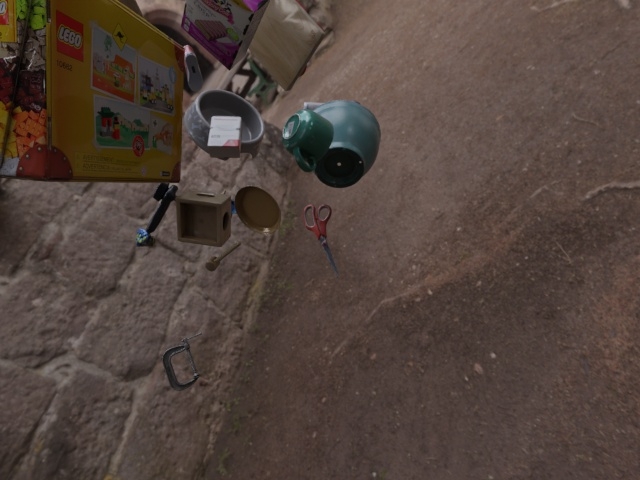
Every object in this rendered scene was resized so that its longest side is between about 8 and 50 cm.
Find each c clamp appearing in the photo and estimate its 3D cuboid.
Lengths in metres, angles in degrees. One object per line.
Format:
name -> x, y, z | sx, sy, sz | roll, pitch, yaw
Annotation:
c clamp -> -0.435, 0.395, 1.357 | 0.022, 0.137, 0.161 | 158, 99, -68

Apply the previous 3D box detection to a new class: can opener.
can opener -> -0.532, -0.108, 1.407 | 0.186, 0.073, 0.059 | -63, 1, 9

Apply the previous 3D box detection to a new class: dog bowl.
dog bowl -> -0.394, -0.498, 1.788 | 0.102, 0.348, 0.349 | -45, 25, 43

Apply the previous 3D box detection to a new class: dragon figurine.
dragon figurine -> -0.463, -0.153, 2.113 | 0.085, 0.144, 0.289 | -37, 27, 24

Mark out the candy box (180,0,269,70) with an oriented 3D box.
candy box -> -0.227, -0.528, 0.974 | 0.071, 0.159, 0.233 | -56, 14, -24

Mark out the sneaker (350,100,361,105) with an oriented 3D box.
sneaker -> 0.139, -0.493, 1.821 | 0.110, 0.121, 0.301 | -3, 66, 14

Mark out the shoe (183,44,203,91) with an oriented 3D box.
shoe -> -0.545, -0.731, 1.787 | 0.063, 0.178, 0.081 | -15, 57, -14

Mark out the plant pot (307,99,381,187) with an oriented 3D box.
plant pot -> 0.068, -0.310, 1.476 | 0.293, 0.293, 0.197 | -32, 35, 33

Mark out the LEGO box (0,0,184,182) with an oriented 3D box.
LEGO box -> -0.506, -0.321, 0.937 | 0.500, 0.192, 0.374 | -41, -44, -79

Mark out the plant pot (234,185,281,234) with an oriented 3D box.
plant pot -> -0.269, -0.136, 1.837 | 0.236, 0.236, 0.032 | -29, 14, 38

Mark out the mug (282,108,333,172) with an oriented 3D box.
mug -> -0.038, -0.277, 1.125 | 0.129, 0.097, 0.158 | -49, 41, 23

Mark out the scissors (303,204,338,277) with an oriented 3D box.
scissors -> 0.000, 0.000, 1.497 | 0.108, 0.021, 0.298 | -10, 67, 9

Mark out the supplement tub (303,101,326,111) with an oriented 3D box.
supplement tub -> -0.021, -0.571, 1.852 | 0.071, 0.107, 0.071 | -178, 90, -83

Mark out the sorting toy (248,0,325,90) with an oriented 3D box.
sorting toy -> -0.120, -0.744, 1.558 | 0.255, 0.257, 0.089 | -45, -9, 38

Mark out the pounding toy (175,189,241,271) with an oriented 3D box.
pounding toy -> -0.298, -0.024, 1.182 | 0.094, 0.180, 0.206 | -70, -13, -66

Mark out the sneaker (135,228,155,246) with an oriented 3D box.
sneaker -> -0.771, -0.011, 1.860 | 0.188, 0.078, 0.067 | -23, 70, 60

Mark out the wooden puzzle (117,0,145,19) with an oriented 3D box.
wooden puzzle -> -0.937, -0.955, 1.721 | 0.347, 0.323, 0.080 | -26, 27, -8

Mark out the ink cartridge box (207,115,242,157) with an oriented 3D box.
ink cartridge box -> -0.309, -0.338, 1.373 | 0.056, 0.099, 0.136 | 95, 175, -58
